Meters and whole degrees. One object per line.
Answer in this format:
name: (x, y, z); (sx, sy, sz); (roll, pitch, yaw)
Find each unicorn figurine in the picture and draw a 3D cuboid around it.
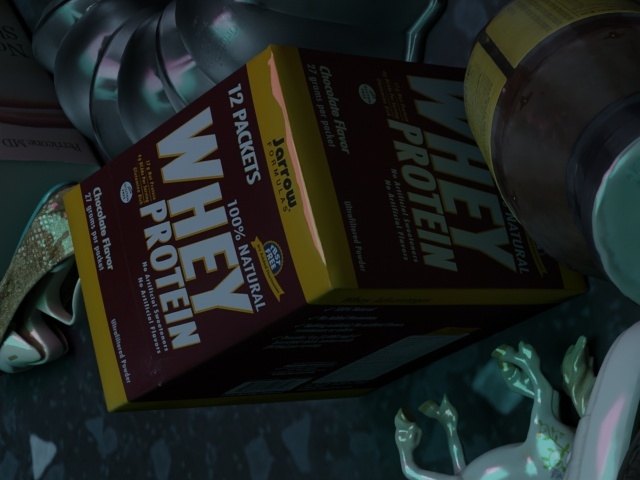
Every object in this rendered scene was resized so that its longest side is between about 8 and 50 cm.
unicorn figurine: (0.092, 0.127, 0.944); (0.162, 0.060, 0.111); (-39, 71, 34)

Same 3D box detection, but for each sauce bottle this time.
sauce bottle: (0.123, -0.043, 0.743); (0.344, 0.111, 0.111); (-84, 8, -76)

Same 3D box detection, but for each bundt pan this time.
bundt pan: (-0.077, -0.185, 1.100); (0.330, 0.124, 0.331); (-3, 86, 49)

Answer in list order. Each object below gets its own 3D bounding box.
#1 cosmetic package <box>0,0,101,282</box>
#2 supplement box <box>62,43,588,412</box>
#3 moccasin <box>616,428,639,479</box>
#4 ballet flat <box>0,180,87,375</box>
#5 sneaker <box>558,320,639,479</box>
cosmetic package: (-0.304, -0.114, 1.335); (0.129, 0.153, 0.296); (-56, 52, 33)
supplement box: (0.000, 0.000, 0.956); (0.194, 0.191, 0.129); (-30, 67, 43)
moccasin: (0.227, 0.047, 0.754); (0.139, 0.147, 0.380); (21, 101, 32)
ballet flat: (-0.206, 0.049, 1.284); (0.067, 0.073, 0.206); (47, 128, 21)
sneaker: (0.122, 0.170, 0.878); (0.123, 0.106, 0.290); (18, 104, 45)
